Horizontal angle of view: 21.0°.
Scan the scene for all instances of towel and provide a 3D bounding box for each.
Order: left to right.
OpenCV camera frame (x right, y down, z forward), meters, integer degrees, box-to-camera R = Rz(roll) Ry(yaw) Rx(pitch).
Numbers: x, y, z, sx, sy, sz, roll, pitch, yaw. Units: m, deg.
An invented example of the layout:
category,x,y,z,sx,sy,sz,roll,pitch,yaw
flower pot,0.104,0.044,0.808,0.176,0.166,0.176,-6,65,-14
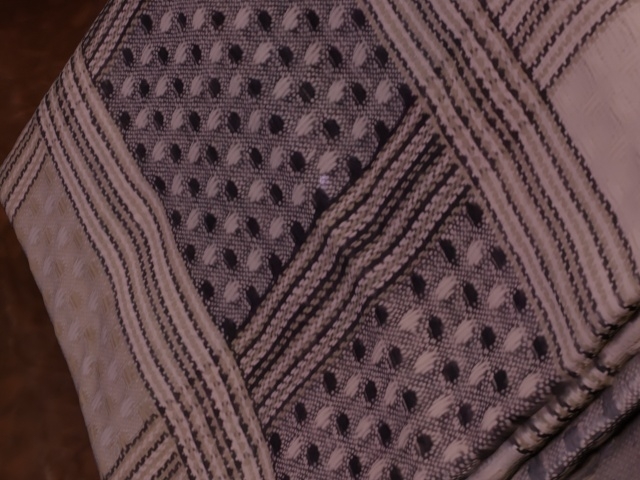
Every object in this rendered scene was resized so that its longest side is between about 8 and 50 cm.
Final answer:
category,x,y,z,sx,sy,sz,roll,pitch,yaw
towel,0.000,0.000,0.575,0.312,0.056,0.324,-47,52,32
